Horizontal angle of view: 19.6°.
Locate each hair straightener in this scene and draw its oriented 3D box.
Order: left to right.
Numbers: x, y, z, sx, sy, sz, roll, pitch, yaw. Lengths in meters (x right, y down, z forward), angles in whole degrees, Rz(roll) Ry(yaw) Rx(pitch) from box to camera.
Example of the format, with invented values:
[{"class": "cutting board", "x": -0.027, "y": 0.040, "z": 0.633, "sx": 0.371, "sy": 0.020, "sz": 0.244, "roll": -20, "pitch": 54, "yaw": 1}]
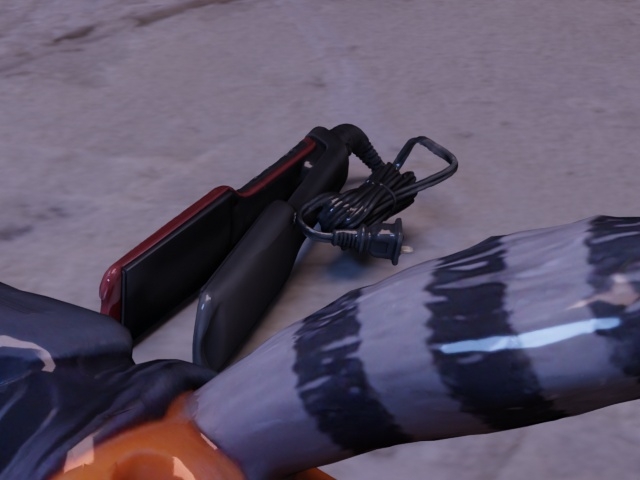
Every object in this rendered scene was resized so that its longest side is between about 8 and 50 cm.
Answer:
[{"class": "hair straightener", "x": 0.000, "y": 0.000, "z": 0.781, "sx": 0.089, "sy": 0.047, "sz": 0.230, "roll": 16, "pitch": 24, "yaw": 21}]

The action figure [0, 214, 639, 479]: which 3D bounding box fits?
[{"class": "action figure", "x": -0.029, "y": 0.058, "z": 0.421, "sx": 0.330, "sy": 0.178, "sz": 0.341, "roll": 5, "pitch": 8, "yaw": 25}]
